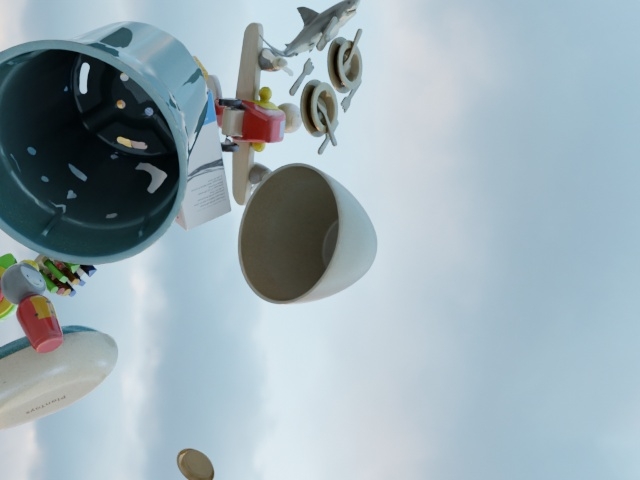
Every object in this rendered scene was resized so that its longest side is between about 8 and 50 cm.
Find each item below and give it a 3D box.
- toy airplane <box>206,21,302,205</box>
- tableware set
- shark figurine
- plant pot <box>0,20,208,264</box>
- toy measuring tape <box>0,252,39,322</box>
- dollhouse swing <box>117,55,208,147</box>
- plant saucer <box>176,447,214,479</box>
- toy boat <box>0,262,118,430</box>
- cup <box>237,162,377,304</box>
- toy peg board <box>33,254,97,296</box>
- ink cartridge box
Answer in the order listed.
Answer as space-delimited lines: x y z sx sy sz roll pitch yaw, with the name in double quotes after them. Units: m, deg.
-0.188 -0.339 2.362 0.386 0.272 0.384 121 -38 -55 "toy airplane"
0.025 -0.233 1.295 0.039 0.128 0.194 1 -133 31 "tableware set"
-0.040 -0.537 2.165 0.116 0.278 0.166 54 -18 0 "shark figurine"
-0.336 -0.187 1.361 0.334 0.341 0.341 -75 -176 -63 "plant pot"
-0.693 0.132 1.643 0.121 0.330 0.121 56 -16 26 "toy measuring tape"
-0.431 -0.277 2.149 0.315 0.305 0.346 -110 -147 -43 "dollhouse swing"
-0.234 0.426 1.628 0.083 0.015 0.083 10 -64 21 "plant saucer"
-0.462 0.172 1.392 0.148 0.268 0.318 57 -31 25 "toy boat"
0.000 0.000 2.045 0.331 0.237 0.331 -11 -106 42 "cup"
-0.581 0.068 2.007 0.079 0.160 0.161 40 -92 25 "toy peg board"
-0.324 -0.209 1.904 0.223 0.129 0.307 35 -38 43 "ink cartridge box"
